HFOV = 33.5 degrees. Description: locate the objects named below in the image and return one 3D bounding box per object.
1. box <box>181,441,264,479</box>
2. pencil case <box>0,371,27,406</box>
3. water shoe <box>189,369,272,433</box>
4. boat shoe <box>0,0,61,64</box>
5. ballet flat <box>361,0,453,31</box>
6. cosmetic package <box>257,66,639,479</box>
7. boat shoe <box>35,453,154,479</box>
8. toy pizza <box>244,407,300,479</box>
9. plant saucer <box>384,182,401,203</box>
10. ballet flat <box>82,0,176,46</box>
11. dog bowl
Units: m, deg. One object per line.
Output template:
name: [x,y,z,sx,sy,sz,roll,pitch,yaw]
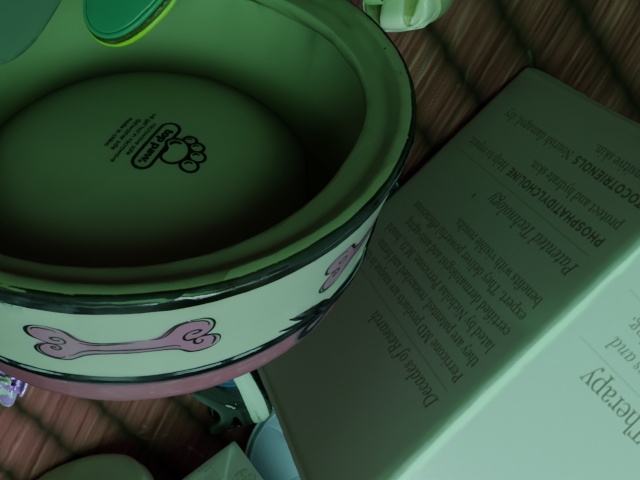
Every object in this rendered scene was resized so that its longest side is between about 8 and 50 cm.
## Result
box: [-0.088,0.361,1.120,0.169,0.087,0.290,-35,136,-14]
pencil case: [-0.371,0.105,0.993,0.206,0.088,0.086,11,112,-16]
water shoe: [-0.119,0.118,1.063,0.080,0.073,0.203,-25,118,4]
boat shoe: [-0.214,-0.311,0.789,0.156,0.136,0.367,27,84,20]
ballet flat: [0.052,-0.216,0.860,0.086,0.086,0.248,-37,154,7]
cosmetic package: [0.205,0.120,0.970,0.394,0.327,0.329,-45,117,5]
boat shoe: [-0.292,0.362,1.136,0.340,0.127,0.158,-31,131,7]
toy pizza: [0.015,0.231,1.172,0.201,0.032,0.201,-4,118,-9]
plant saucer: [0.000,0.000,1.060,0.192,0.018,0.067,-33,118,5]
ballet flat: [-0.105,-0.248,0.799,0.077,0.077,0.231,24,96,12]
dog bowl: [-0.137,-0.056,0.806,0.408,0.408,0.150,-6,135,-9]
